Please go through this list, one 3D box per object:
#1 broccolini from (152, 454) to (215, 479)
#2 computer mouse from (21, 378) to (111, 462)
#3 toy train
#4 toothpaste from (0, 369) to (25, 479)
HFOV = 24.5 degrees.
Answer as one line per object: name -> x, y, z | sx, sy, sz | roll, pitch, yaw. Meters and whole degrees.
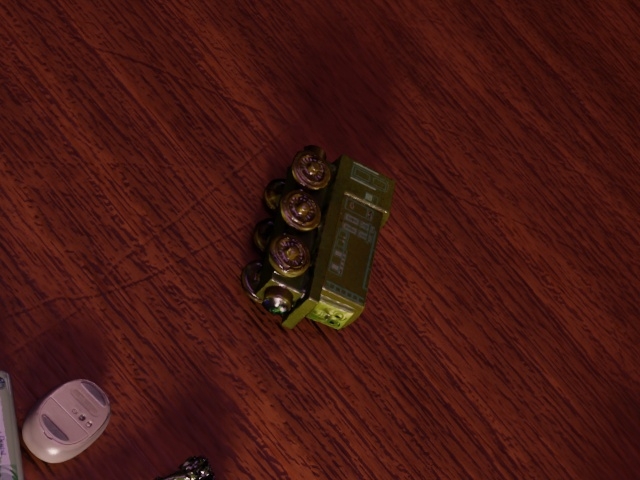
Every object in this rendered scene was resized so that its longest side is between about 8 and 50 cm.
broccolini -> -0.184, 0.259, 1.408 | 0.201, 0.058, 0.074 | -8, 51, -15
computer mouse -> -0.246, 0.176, 1.417 | 0.066, 0.039, 0.096 | 45, 43, 2
toy train -> 0.000, 0.000, 1.626 | 0.137, 0.090, 0.225 | 26, 53, -17
toothpaste -> -0.302, 0.204, 1.370 | 0.064, 0.041, 0.218 | -5, 65, -11
